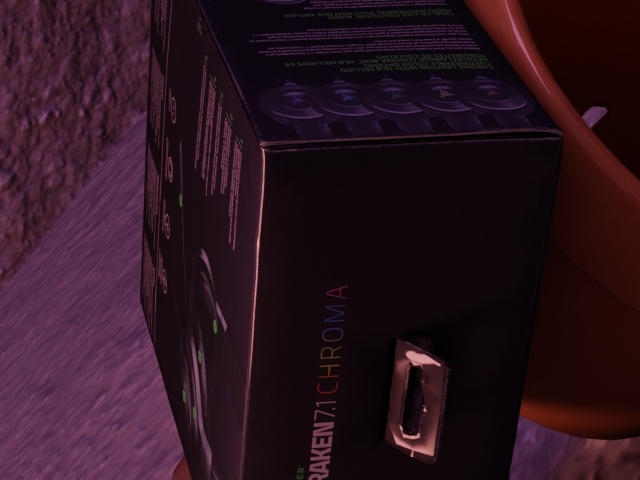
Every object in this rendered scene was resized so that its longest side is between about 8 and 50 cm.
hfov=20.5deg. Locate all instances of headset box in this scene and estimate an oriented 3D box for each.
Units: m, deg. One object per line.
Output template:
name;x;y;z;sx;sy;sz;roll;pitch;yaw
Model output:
headset box;0.000;0.000;0.844;0.283;0.131;0.246;-115;26;-56

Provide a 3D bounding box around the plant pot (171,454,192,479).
plant pot;-0.057;0.217;1.093;0.165;0.167;0.167;-50;16;14

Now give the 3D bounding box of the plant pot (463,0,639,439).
plant pot;0.173;-0.029;0.933;0.203;0.291;0.291;-55;7;44
